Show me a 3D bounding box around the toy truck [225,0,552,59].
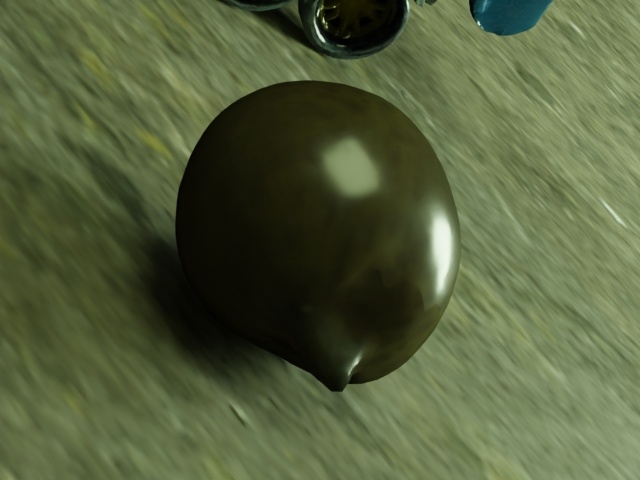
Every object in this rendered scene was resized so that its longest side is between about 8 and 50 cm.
[{"bbox_3d":[-0.026,-0.220,0.683,0.367,0.175,0.146,20,37,-36],"label":"toy truck"}]

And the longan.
[{"bbox_3d":[0.000,0.000,0.486,0.113,0.092,0.113,41,40,-45],"label":"longan"}]
